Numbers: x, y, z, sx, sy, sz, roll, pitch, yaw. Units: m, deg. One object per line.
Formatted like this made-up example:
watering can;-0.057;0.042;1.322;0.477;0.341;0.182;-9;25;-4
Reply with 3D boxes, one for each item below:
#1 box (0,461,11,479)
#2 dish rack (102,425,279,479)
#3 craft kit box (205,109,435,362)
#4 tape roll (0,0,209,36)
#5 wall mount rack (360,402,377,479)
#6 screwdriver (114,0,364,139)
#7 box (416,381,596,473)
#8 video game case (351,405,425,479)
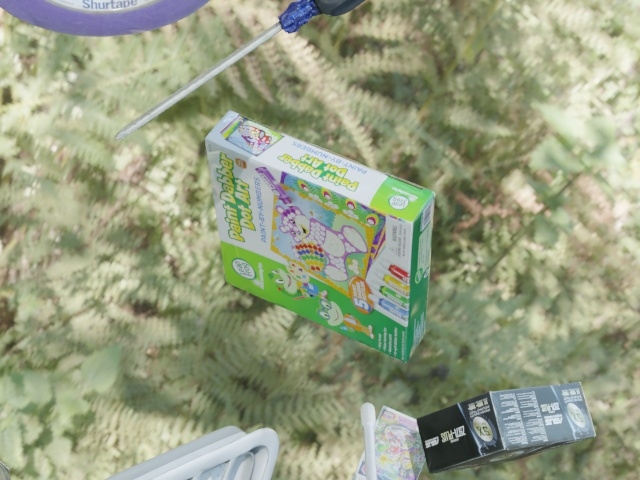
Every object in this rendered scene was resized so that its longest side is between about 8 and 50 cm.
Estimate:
box;-0.445;0.382;1.352;0.103;0.184;0.261;56;7;-45
dish rack;-0.180;0.343;1.182;0.072;0.333;0.285;26;22;28
craft kit box;0.000;0.000;1.281;0.246;0.250;0.061;25;55;22
tape roll;-0.156;-0.232;0.831;0.188;0.189;0.080;5;60;-26
wall mount rack;0.012;0.369;1.326;0.130;0.350;0.304;25;44;31
screwdriver;-0.027;-0.088;0.534;0.025;0.170;0.024;60;17;20
box;0.244;0.247;1.550;0.180;0.147;0.078;1;69;-39
video game case;0.107;0.313;1.705;0.087;0.011;0.122;22;88;9
